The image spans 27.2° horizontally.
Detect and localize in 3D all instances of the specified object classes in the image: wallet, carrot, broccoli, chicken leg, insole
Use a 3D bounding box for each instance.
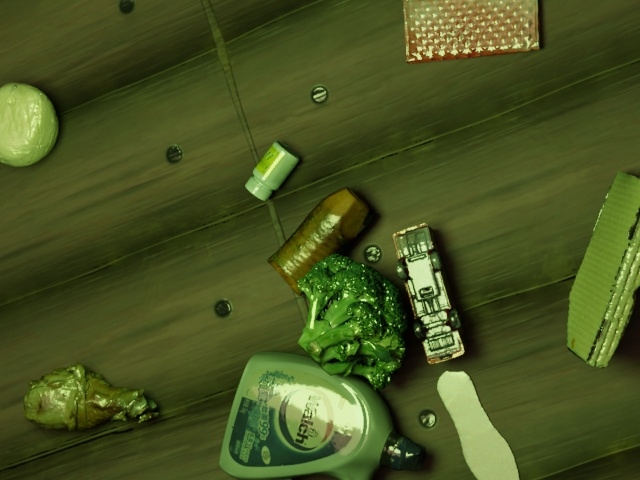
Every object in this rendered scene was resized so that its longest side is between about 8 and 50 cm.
[{"bbox_3d":[0.214,-0.310,1.880,0.197,0.020,0.103,-4,87,19],"label":"wallet"},{"bbox_3d":[0.000,0.000,1.915,0.082,0.082,0.173,45,99,14],"label":"carrot"},{"bbox_3d":[0.044,0.114,1.849,0.195,0.195,0.156,41,80,15],"label":"broccoli"},{"bbox_3d":[-0.353,0.240,2.028,0.228,0.088,0.103,-5,74,22],"label":"chicken leg"},{"bbox_3d":[0.222,0.274,1.873,0.065,0.004,0.197,-30,80,16],"label":"insole"}]

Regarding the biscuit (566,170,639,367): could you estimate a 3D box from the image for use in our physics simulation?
[{"bbox_3d":[0.388,0.037,1.745,0.052,0.150,0.252,19,94,-7],"label":"biscuit"}]

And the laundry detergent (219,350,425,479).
[{"bbox_3d":[0.009,0.287,1.894,0.281,0.105,0.214,18,94,17],"label":"laundry detergent"}]

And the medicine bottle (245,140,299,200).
[{"bbox_3d":[-0.072,-0.102,1.958,0.047,0.047,0.083,41,101,15],"label":"medicine bottle"}]

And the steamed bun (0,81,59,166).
[{"bbox_3d":[-0.463,-0.178,2.071,0.112,0.091,0.130,16,91,15],"label":"steamed bun"}]

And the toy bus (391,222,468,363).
[{"bbox_3d":[0.156,0.075,1.861,0.065,0.077,0.192,-19,81,16],"label":"toy bus"}]
